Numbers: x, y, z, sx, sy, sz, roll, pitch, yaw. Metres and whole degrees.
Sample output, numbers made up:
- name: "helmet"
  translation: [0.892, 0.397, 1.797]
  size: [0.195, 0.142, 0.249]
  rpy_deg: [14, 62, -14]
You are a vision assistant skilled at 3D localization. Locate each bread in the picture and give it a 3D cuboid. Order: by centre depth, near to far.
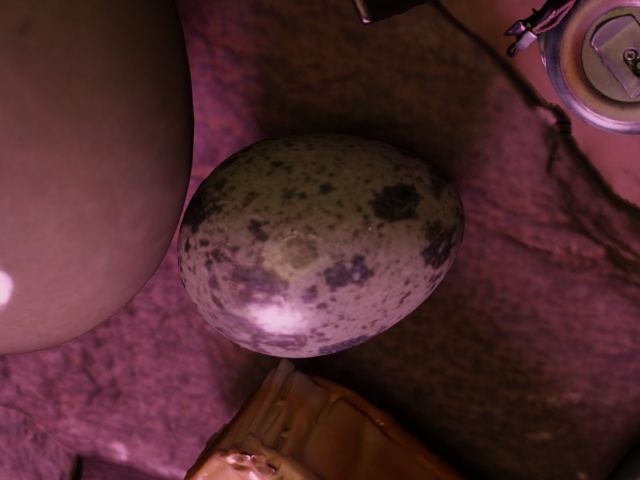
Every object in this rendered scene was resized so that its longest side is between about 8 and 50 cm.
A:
- name: "bread"
  translation: [0.032, 0.192, 0.851]
  size: [0.241, 0.107, 0.136]
  rpy_deg: [40, 135, 0]

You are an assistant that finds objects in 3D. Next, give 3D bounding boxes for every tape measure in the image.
- name: "tape measure"
  translation: [0.163, -0.102, 0.685]
  size: [0.104, 0.180, 0.107]
  rpy_deg: [-42, 92, 9]

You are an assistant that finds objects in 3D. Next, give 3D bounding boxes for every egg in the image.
- name: "egg"
  translation: [-0.206, -0.104, 0.744]
  size: [0.258, 0.258, 0.352]
  rpy_deg: [-9, 104, 19]
- name: "egg"
  translation: [0.000, 0.000, 0.786]
  size: [0.172, 0.132, 0.132]
  rpy_deg: [-14, 105, 10]

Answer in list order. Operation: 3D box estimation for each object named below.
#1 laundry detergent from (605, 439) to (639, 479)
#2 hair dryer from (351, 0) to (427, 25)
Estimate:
- name: "laundry detergent"
  translation: [0.222, 0.203, 0.830]
  size: [0.137, 0.063, 0.211]
  rpy_deg: [31, 115, -3]
- name: "hair dryer"
  translation: [-0.049, -0.184, 0.692]
  size: [0.078, 0.248, 0.195]
  rpy_deg: [0, 114, 59]
